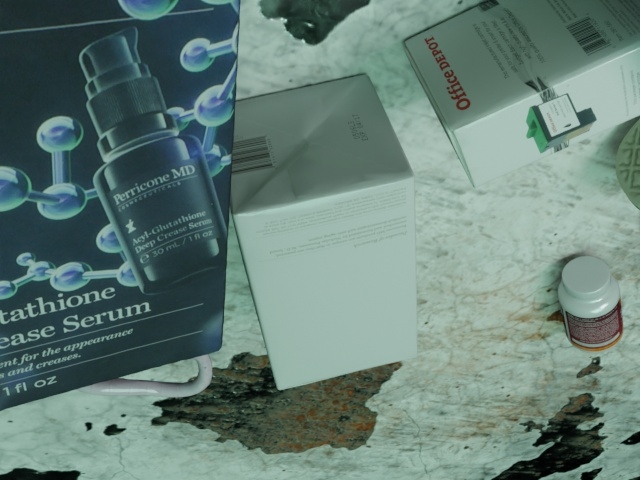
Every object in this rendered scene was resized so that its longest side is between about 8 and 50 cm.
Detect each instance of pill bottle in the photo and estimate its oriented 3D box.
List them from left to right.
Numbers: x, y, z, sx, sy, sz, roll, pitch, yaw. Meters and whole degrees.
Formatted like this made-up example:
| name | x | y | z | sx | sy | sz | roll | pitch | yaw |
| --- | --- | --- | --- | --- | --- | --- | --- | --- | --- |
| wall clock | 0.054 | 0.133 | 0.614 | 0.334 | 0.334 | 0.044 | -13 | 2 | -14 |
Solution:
| name | x | y | z | sx | sy | sz | roll | pitch | yaw |
| --- | --- | --- | --- | --- | --- | --- | --- | --- | --- |
| pill bottle | 0.394 | 0.093 | 1.157 | 0.086 | 0.086 | 0.152 | -22 | 137 | 6 |

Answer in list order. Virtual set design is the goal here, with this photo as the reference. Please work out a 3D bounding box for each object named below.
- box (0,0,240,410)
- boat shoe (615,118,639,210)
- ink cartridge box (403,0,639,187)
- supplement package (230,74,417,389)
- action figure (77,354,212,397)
| name | x | y | z | sx | sy | sz | roll | pitch | yaw |
| --- | --- | --- | --- | --- | --- | --- | --- | --- | --- |
| box | -0.236 | -0.072 | 0.600 | 0.294 | 0.212 | 0.395 | -14 | 138 | -22 |
| boat shoe | 0.552 | -0.194 | 0.852 | 0.156 | 0.186 | 0.500 | 13 | 135 | -34 |
| ink cartridge box | 0.213 | -0.170 | 0.780 | 0.220 | 0.160 | 0.092 | -24 | 136 | 9 |
| supplement package | 0.000 | 0.000 | 0.876 | 0.176 | 0.177 | 0.292 | -13 | 136 | -4 |
| action figure | -0.319 | 0.137 | 0.871 | 0.370 | 0.275 | 0.248 | -25 | 144 | -11 |
